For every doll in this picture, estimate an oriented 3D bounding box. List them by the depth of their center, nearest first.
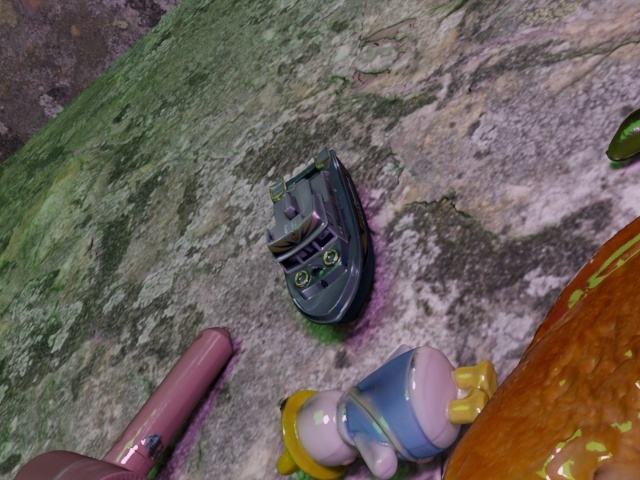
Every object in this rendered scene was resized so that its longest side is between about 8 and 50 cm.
[{"bbox_3d":[0.049,0.166,0.803,0.241,0.099,0.135,-27,59,34],"label":"doll"}]

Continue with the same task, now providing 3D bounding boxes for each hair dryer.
[{"bbox_3d":[-0.226,0.246,1.076,0.210,0.125,0.352,-5,41,52],"label":"hair dryer"}]

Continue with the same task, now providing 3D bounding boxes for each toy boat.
[{"bbox_3d":[-0.002,-0.003,1.037,0.114,0.122,0.296,-37,32,18],"label":"toy boat"}]

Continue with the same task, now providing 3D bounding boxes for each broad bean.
[{"bbox_3d":[0.372,-0.141,0.797,0.227,0.039,0.069,-27,42,32],"label":"broad bean"}]

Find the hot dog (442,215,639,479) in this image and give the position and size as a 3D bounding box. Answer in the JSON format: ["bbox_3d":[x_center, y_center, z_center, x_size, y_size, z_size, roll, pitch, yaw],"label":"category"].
[{"bbox_3d":[0.257,0.087,0.516,0.405,0.185,0.223,-38,13,19],"label":"hot dog"}]
